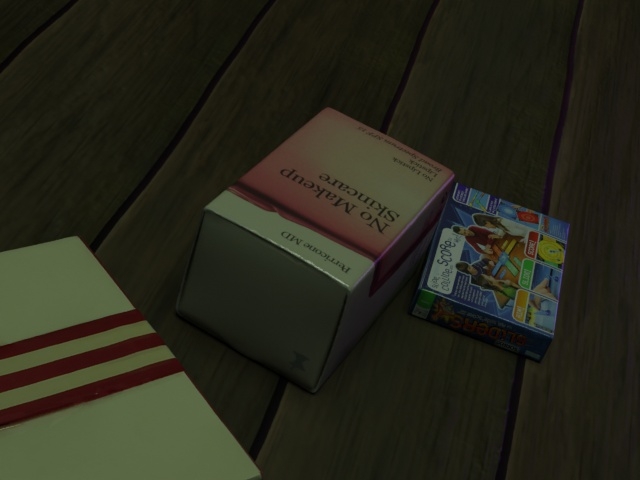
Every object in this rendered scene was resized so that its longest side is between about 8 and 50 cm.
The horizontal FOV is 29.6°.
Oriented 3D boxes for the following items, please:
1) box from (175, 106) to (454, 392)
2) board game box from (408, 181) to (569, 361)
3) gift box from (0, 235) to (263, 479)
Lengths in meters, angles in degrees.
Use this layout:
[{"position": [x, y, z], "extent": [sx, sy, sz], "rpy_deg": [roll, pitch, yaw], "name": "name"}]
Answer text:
[{"position": [0.000, 0.000, 1.098], "extent": [0.149, 0.126, 0.232], "rpy_deg": [29, 38, 13], "name": "box"}, {"position": [0.173, 0.025, 1.216], "extent": [0.136, 0.035, 0.201], "rpy_deg": [21, 37, 3], "name": "board game box"}, {"position": [-0.205, 0.170, 0.693], "extent": [0.258, 0.255, 0.276], "rpy_deg": [-13, 43, -38], "name": "gift box"}]
